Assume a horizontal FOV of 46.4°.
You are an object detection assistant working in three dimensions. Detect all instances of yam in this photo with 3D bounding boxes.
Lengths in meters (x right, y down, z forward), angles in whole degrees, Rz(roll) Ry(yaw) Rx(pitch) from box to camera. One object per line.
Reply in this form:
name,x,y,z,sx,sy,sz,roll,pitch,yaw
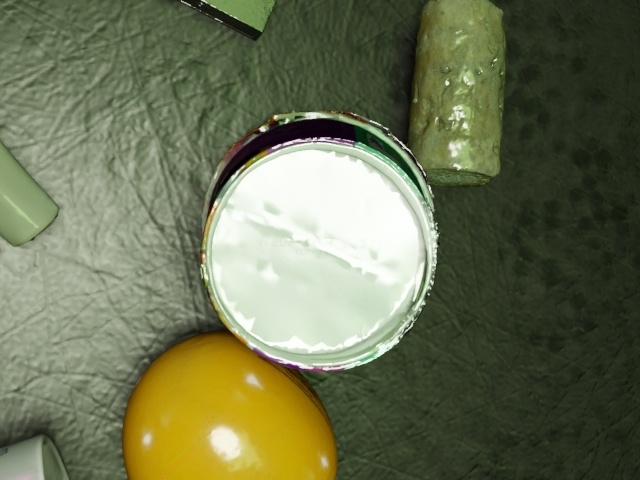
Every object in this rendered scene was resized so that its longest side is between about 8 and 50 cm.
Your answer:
yam,0.149,-0.161,0.818,0.107,0.107,0.194,5,88,-18

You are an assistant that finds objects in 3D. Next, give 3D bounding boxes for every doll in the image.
doll,-0.105,0.209,0.697,0.236,0.213,0.213,-44,103,1

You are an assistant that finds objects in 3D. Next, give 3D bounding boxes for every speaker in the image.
speaker,-0.140,-0.269,0.759,0.191,0.040,0.046,24,84,-17

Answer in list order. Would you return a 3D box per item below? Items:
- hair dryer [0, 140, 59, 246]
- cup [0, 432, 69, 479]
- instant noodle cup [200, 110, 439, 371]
hair dryer,-0.380,-0.053,0.637,0.296,0.119,0.298,28,72,-29
cup,-0.356,0.309,0.601,0.318,0.212,0.212,-15,95,-17
instant noodle cup,0.000,0.000,0.691,0.251,0.190,0.251,0,98,-1
